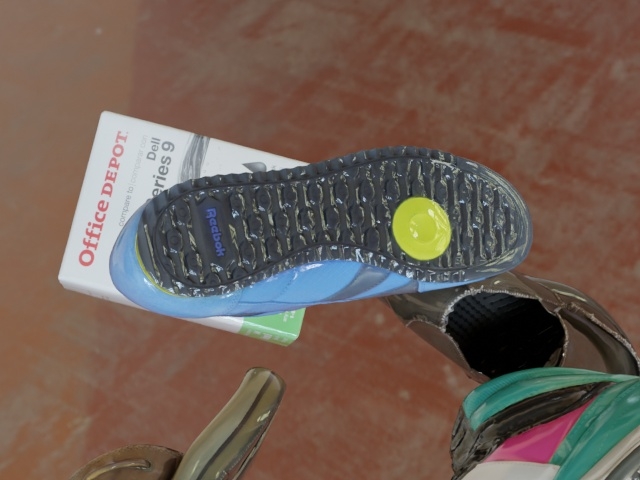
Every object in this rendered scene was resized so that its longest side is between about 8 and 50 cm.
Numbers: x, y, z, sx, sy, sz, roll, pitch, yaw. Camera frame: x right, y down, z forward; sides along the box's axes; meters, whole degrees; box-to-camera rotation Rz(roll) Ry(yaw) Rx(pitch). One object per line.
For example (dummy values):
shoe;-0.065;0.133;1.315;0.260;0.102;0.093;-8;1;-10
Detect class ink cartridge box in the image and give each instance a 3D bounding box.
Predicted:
ink cartridge box;-0.147;-0.011;1.643;0.289;0.121;0.211;14;82;-5

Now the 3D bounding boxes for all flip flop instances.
flip flop;-0.109;0.156;0.814;0.080;0.112;0.277;35;42;6

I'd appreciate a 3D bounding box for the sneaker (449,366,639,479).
sneaker;0.077;0.154;0.668;0.295;0.124;0.178;-30;5;-4

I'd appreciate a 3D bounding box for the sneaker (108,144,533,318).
sneaker;0.000;0.000;0.679;0.209;0.082;0.069;-6;78;-20

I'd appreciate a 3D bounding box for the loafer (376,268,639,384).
loafer;0.116;0.063;0.796;0.080;0.220;0.078;-53;37;14
